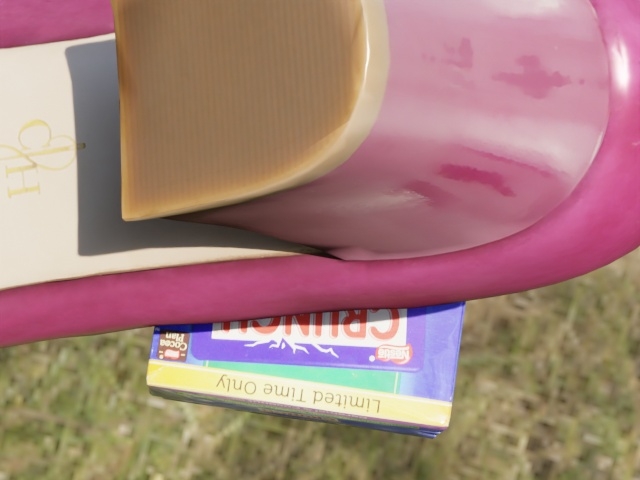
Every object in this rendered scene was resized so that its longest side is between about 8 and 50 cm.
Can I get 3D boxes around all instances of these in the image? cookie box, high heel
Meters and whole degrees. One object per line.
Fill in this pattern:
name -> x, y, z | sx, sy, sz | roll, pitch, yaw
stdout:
cookie box -> 0.000, 0.000, 0.541 | 0.092, 0.107, 0.040 | 8, -10, 1
high heel -> -0.063, -0.020, 0.536 | 0.377, 0.127, 0.181 | 2, -1, 43
